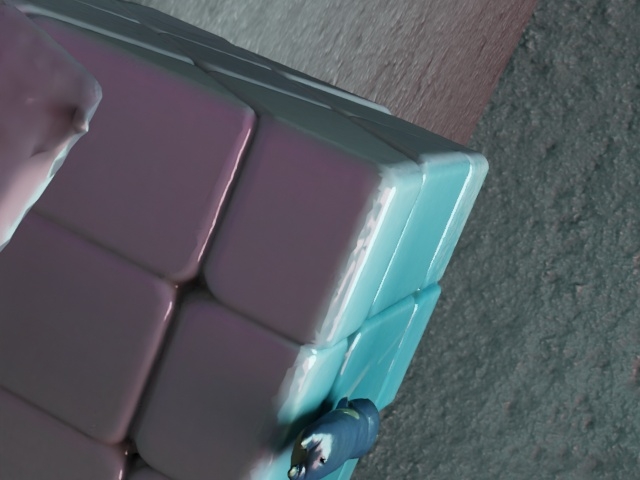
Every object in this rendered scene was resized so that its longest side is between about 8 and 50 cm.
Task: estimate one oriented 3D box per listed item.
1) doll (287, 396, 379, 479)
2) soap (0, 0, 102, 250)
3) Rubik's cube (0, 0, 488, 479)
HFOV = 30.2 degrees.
[{"bbox_3d":[0.007,0.109,0.651,0.037,0.027,0.125,-68,163,6],"label":"doll"},{"bbox_3d":[-0.236,0.035,0.454,0.296,0.107,0.285,1,-122,61],"label":"soap"},{"bbox_3d":[-0.107,0.027,0.805,0.316,0.318,0.322,-68,167,11],"label":"Rubik's cube"}]
